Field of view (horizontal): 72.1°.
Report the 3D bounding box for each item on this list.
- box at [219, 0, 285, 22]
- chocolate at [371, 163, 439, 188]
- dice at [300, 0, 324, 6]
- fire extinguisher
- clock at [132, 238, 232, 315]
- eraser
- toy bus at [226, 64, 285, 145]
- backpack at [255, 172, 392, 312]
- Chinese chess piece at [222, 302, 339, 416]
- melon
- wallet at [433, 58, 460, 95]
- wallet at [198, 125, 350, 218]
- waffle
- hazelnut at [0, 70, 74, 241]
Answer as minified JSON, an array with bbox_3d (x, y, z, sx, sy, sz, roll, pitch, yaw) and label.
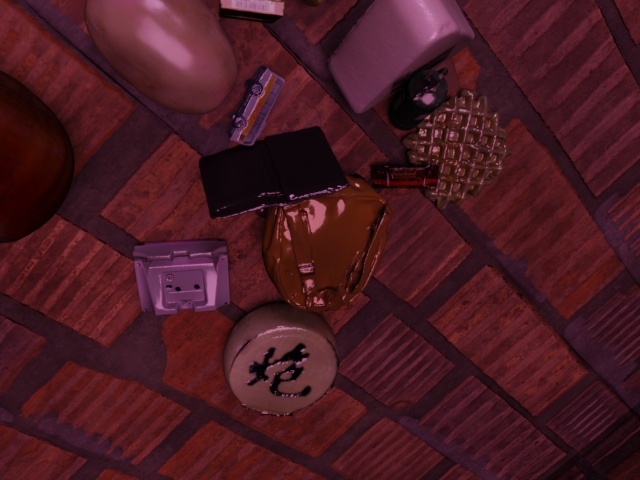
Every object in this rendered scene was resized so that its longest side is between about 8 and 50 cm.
[{"bbox_3d":[-0.148,-0.479,0.913,0.122,0.193,0.030,1,111,-14],"label":"box"},{"bbox_3d":[0.230,-0.175,1.202,0.183,0.028,0.086,-2,130,10],"label":"chocolate"},{"bbox_3d":[-0.029,-0.603,0.900,0.169,0.169,0.166,29,103,-23],"label":"dice"},{"bbox_3d":[0.230,-0.332,1.014,0.093,0.294,0.118,44,89,-3],"label":"fire extinguisher"},{"bbox_3d":[-0.364,0.098,1.181,0.254,0.083,0.186,-4,115,-12],"label":"clock"},{"bbox_3d":[0.165,-0.425,0.988,0.332,0.331,0.149,-30,95,1],"label":"eraser"},{"bbox_3d":[-0.159,-0.321,1.058,0.075,0.064,0.190,18,109,-33],"label":"toy bus"},{"bbox_3d":[0.000,0.002,1.161,0.354,0.201,0.377,8,109,-18],"label":"backpack"},{"bbox_3d":[-0.116,0.358,1.324,0.350,0.146,0.348,-5,114,-12],"label":"Chinese chess piece"},{"bbox_3d":[-0.315,-0.401,0.892,0.317,0.223,0.223,37,101,-25],"label":"melon"},{"bbox_3d":[0.290,-0.438,1.127,0.118,0.038,0.152,-31,118,-1],"label":"wallet"},{"bbox_3d":[-0.119,-0.163,1.044,0.323,0.247,0.041,-18,142,-5],"label":"wallet"},{"bbox_3d":[0.387,-0.248,1.225,0.292,0.056,0.309,-35,116,4],"label":"waffle"},{"bbox_3d":[-0.707,-0.173,0.851,0.410,0.359,0.359,32,103,-20],"label":"hazelnut"}]
